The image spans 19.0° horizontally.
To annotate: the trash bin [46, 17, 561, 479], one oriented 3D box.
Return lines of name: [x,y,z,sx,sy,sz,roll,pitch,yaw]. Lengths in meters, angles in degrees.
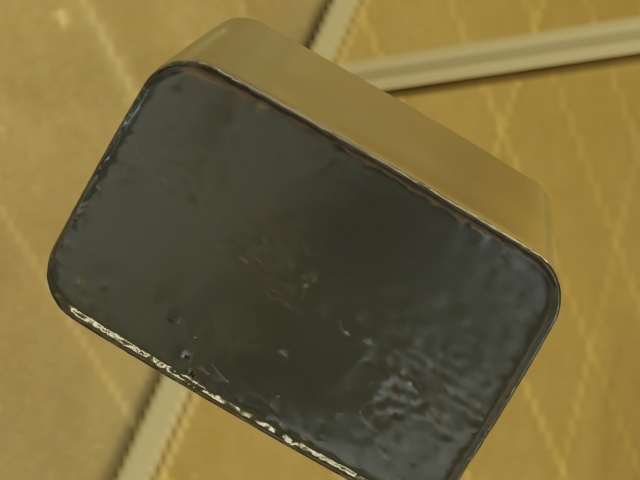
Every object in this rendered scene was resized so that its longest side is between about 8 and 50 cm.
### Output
trash bin: [0.000,0.000,0.702,0.115,0.165,0.225,-59,-179,6]
